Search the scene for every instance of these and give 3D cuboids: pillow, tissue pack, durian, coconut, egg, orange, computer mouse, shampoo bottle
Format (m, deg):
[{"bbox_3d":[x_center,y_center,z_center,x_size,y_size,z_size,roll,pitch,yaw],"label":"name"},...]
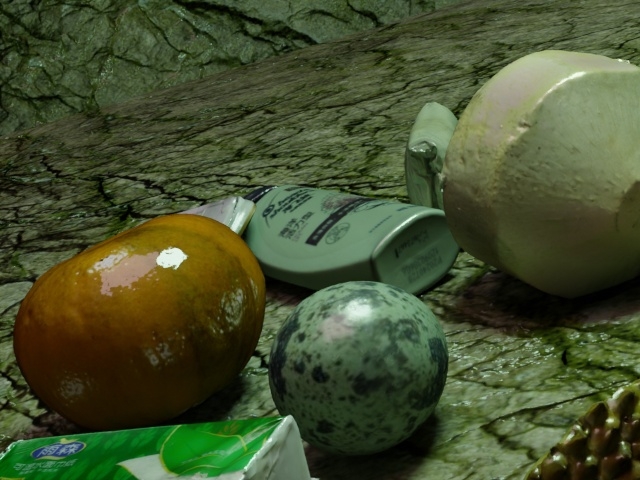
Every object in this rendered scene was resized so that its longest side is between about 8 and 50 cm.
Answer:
[{"bbox_3d":[0.131,-0.070,1.486,0.078,0.134,0.181,-9,20,10],"label":"pillow"},{"bbox_3d":[-0.095,0.189,0.828,0.209,0.148,0.156,-8,19,28],"label":"tissue pack"},{"bbox_3d":[0.195,0.160,0.777,0.252,0.144,0.139,-36,-13,-34],"label":"durian"},{"bbox_3d":[0.226,-0.061,1.220,0.197,0.237,0.237,15,3,-25],"label":"coconut"},{"bbox_3d":[0.034,0.096,1.035,0.132,0.132,0.172,-7,8,30],"label":"egg"},{"bbox_3d":[-0.158,0.077,1.211,0.240,0.171,0.240,-26,6,3],"label":"orange"},{"bbox_3d":[-0.163,0.014,1.552,0.245,0.056,0.126,-13,39,45],"label":"computer mouse"},{"bbox_3d":[0.000,0.000,1.473,0.134,0.078,0.359,-35,23,-21],"label":"shampoo bottle"}]
